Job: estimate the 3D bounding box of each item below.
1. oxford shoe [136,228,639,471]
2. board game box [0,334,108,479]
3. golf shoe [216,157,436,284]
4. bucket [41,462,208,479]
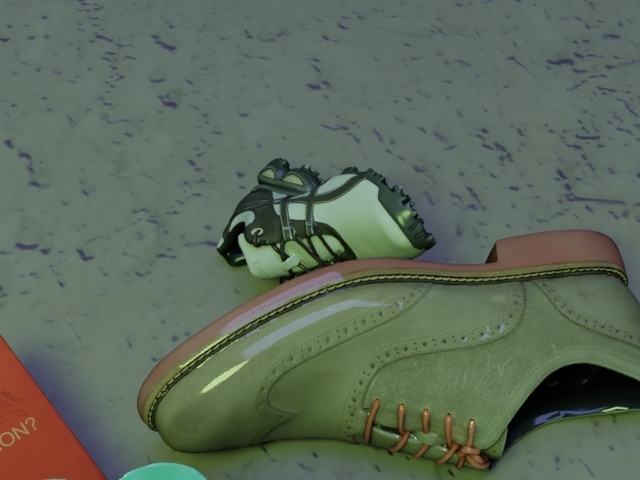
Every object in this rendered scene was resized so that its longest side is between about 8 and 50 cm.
[{"bbox_3d":[0.061,0.088,0.843,0.348,0.123,0.130,-14,57,-13],"label":"oxford shoe"},{"bbox_3d":[-0.200,0.230,0.728,0.242,0.064,0.316,-30,61,-26],"label":"board game box"},{"bbox_3d":[0.000,0.000,0.911,0.094,0.077,0.198,-46,25,-20],"label":"golf shoe"},{"bbox_3d":[-0.055,0.247,0.525,0.281,0.183,0.281,12,29,-7],"label":"bucket"}]
